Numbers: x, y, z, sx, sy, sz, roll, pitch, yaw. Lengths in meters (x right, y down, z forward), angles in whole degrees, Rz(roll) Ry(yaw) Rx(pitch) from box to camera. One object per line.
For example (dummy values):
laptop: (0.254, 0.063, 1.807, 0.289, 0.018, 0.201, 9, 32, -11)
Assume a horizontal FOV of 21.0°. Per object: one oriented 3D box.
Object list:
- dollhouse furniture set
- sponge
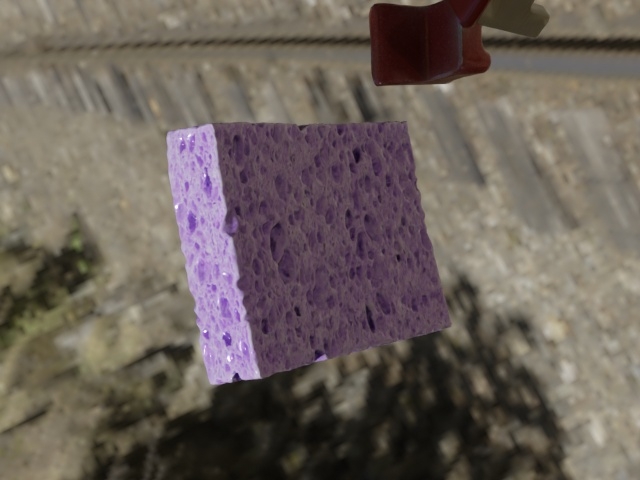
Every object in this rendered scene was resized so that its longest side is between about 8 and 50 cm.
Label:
dollhouse furniture set: (0.017, -0.262, 1.280, 0.201, 0.152, 0.374, -59, 43, 40)
sponge: (0.000, 0.000, 0.852, 0.210, 0.031, 0.117, -8, -93, -61)
